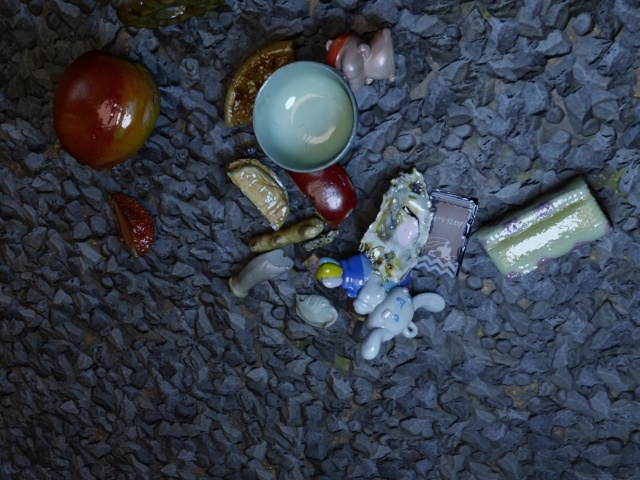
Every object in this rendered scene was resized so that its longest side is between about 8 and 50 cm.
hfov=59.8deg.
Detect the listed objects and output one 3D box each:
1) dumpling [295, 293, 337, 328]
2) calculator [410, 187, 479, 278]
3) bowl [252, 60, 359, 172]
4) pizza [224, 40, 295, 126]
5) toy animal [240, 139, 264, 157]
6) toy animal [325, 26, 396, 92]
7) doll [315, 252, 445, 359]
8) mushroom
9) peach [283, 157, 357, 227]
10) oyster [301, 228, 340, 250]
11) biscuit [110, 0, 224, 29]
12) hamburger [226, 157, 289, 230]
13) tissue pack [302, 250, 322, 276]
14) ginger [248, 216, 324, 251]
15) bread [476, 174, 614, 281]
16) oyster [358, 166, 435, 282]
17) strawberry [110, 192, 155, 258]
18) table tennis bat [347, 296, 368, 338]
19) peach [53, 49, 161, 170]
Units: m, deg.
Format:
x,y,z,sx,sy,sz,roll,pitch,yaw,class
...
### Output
x,y,z,sx,sy,sz,roll,pitch,yaw,class
-0.013,0.256,1.924,0.169,0.100,0.134,2,122,15,dumpling
0.388,-0.019,1.761,0.165,0.028,0.274,16,111,12,calculator
-0.032,-0.351,1.615,0.307,0.163,0.307,1,96,13,bowl
-0.165,-0.454,1.713,0.226,0.086,0.335,45,112,-3,pizza
-0.167,-0.301,1.778,0.202,0.070,0.105,-16,124,15,toy animal
0.112,-0.515,1.580,0.197,0.171,0.172,-5,108,12,toy animal
0.181,0.153,1.749,0.366,0.376,0.187,52,121,14,doll
-0.214,0.106,1.923,0.247,0.108,0.096,-32,59,20,mushroom
0.008,-0.180,1.726,0.154,0.159,0.267,-37,89,1,peach
-0.001,-0.001,1.855,0.132,0.086,0.029,-15,71,-15,oyster
-0.423,-0.686,1.566,0.331,0.332,0.103,-12,101,18,biscuit
-0.190,-0.167,1.811,0.131,0.124,0.262,-39,101,5,hamburger
-0.012,0.084,1.894,0.083,0.035,0.063,45,113,-6,tissue pack
-0.121,-0.012,1.856,0.298,0.118,0.065,-16,100,27,ginger
0.650,-0.033,1.619,0.338,0.155,0.187,-32,91,24,bread
0.244,-0.048,1.709,0.201,0.107,0.355,28,85,-13,oyster
-0.650,-0.056,1.976,0.175,0.106,0.236,16,117,48,strawberry
0.150,0.242,1.919,0.130,0.019,0.221,17,111,8,table tennis bat
-0.671,-0.403,1.745,0.372,0.290,0.373,3,102,14,peach
